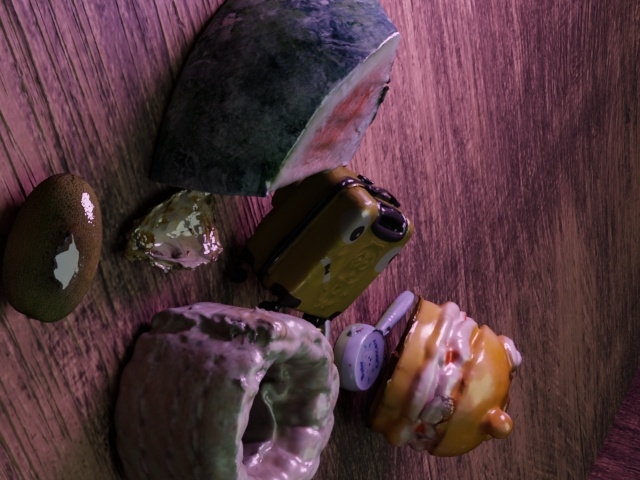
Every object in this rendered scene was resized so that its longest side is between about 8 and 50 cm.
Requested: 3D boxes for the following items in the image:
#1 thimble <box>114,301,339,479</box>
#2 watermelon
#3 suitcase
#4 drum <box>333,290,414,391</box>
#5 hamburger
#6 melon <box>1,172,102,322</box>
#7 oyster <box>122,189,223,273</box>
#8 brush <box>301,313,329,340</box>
[{"bbox_3d":[-0.120,0.212,1.530,0.291,0.195,0.291,-24,117,-59],"label":"thimble"},{"bbox_3d":[-0.040,-0.174,1.534,0.387,0.228,0.258,-58,156,-23],"label":"watermelon"},{"bbox_3d":[0.000,0.000,1.676,0.235,0.143,0.194,-48,154,10],"label":"suitcase"},{"bbox_3d":[0.099,0.183,2.069,0.253,0.049,0.130,-26,123,-56],"label":"drum"},{"bbox_3d":[0.223,0.251,2.048,0.276,0.237,0.276,24,90,-86],"label":"hamburger"},{"bbox_3d":[-0.282,0.007,1.253,0.099,0.099,0.162,32,69,-60],"label":"melon"},{"bbox_3d":[-0.183,-0.006,1.474,0.177,0.056,0.105,-39,127,-51],"label":"oyster"},{"bbox_3d":[-0.019,0.120,1.797,0.060,0.068,0.296,1,107,-48],"label":"brush"}]
